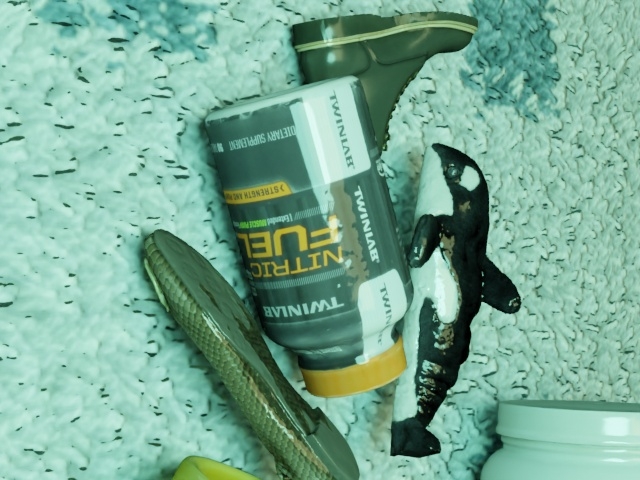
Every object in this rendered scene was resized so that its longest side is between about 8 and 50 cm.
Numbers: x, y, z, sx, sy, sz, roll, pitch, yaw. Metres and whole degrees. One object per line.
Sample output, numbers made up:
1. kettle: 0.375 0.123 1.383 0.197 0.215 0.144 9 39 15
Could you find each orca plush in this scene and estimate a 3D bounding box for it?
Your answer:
1. orca plush: 0.128 0.053 0.909 0.151 0.102 0.287 80 18 -58

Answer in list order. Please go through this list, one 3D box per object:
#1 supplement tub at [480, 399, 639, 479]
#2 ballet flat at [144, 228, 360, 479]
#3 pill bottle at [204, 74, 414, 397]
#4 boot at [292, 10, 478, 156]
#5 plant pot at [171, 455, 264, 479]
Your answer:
1. supplement tub: 0.267 0.316 0.986 0.228 0.228 0.316 7 82 -43
2. ballet flat: -0.063 0.101 0.783 0.249 0.058 0.084 53 15 -7
3. pill bottle: 0.000 0.000 0.827 0.130 0.130 0.245 -24 103 -42
4. boot: 0.065 -0.139 0.948 0.198 0.077 0.137 -12 100 -30
5. plant pot: -0.039 0.312 0.709 0.254 0.254 0.239 34 81 -36
